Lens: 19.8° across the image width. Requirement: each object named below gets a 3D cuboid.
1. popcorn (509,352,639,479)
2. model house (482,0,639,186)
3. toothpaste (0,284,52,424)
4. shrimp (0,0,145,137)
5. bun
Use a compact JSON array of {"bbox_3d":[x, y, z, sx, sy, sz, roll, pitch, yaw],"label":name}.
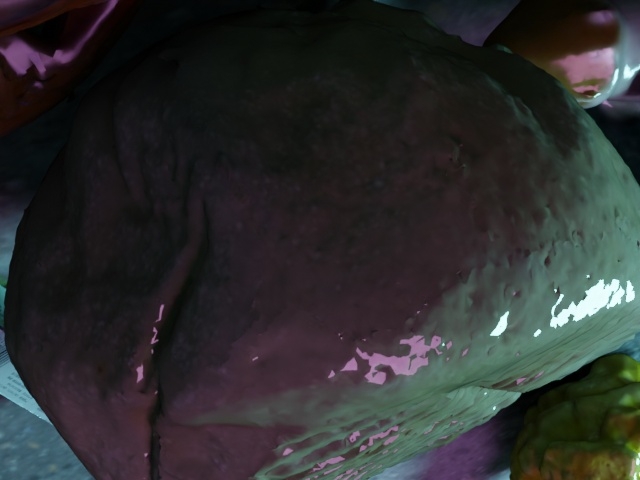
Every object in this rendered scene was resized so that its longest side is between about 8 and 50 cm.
[{"bbox_3d":[0.212,0.171,1.316,0.140,0.163,0.194,-38,121,-19],"label":"popcorn"},{"bbox_3d":[0.221,-0.067,0.892,0.301,0.190,0.271,-7,151,-25],"label":"model house"},{"bbox_3d":[-0.146,0.063,0.944,0.034,0.046,0.164,-33,150,6],"label":"toothpaste"},{"bbox_3d":[-0.106,-0.094,0.715,0.287,0.063,0.152,-25,152,2],"label":"shrimp"},{"bbox_3d":[-0.006,0.000,0.797,0.281,0.204,0.281,-27,167,-7],"label":"bun"}]
